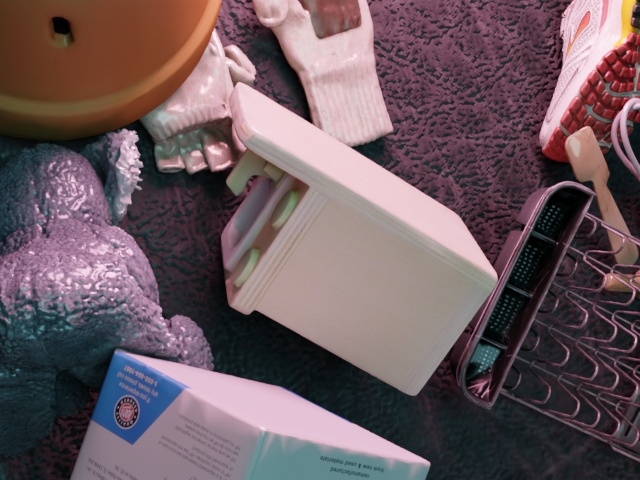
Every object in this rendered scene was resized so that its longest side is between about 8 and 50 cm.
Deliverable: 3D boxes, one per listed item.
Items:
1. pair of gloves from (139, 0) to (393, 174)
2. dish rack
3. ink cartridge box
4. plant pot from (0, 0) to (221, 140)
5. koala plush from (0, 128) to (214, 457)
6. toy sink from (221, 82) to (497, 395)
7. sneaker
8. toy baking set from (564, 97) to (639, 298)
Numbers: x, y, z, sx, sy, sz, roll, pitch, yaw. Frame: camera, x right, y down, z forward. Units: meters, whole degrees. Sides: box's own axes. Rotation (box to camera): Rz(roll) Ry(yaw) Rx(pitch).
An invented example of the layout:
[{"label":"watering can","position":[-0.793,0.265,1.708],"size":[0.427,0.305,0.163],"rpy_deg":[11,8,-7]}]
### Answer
[{"label":"pair of gloves","position":[-0.058,-0.167,1.193],"size":[0.240,0.042,0.204],"rpy_deg":[-10,87,-21]},{"label":"dish rack","position":[0.262,0.086,1.244],"size":[0.271,0.074,0.208],"rpy_deg":[26,91,-18]},{"label":"ink cartridge box","position":[-0.070,0.221,0.942],"size":[0.168,0.171,0.232],"rpy_deg":[19,91,-45]},{"label":"plant pot","position":[-0.200,-0.239,1.041],"size":[0.291,0.203,0.291],"rpy_deg":[3,78,-15]},{"label":"koala plush","position":[-0.199,0.015,1.047],"size":[0.196,0.203,0.221],"rpy_deg":[-12,59,-1]},{"label":"toy sink","position":[0.000,0.000,1.116],"size":[0.234,0.153,0.131],"rpy_deg":[31,103,-17]},{"label":"sneaker","position":[0.268,-0.176,1.307],"size":[0.088,0.093,0.225],"rpy_deg":[29,88,-37]},{"label":"toy baking set","position":[0.333,-0.035,1.308],"size":[0.256,0.030,0.196],"rpy_deg":[-1,101,-20]}]
